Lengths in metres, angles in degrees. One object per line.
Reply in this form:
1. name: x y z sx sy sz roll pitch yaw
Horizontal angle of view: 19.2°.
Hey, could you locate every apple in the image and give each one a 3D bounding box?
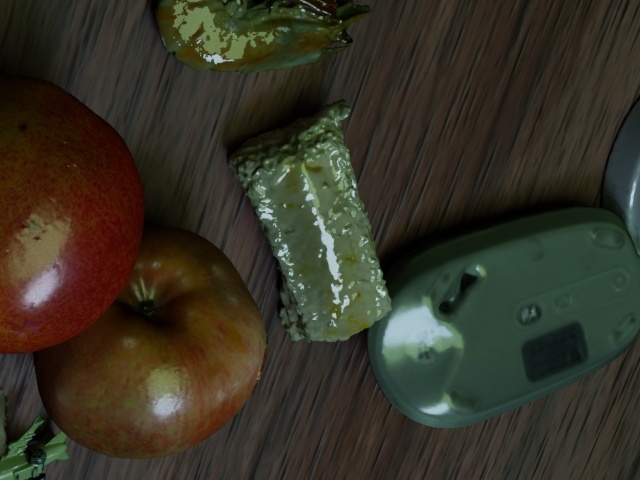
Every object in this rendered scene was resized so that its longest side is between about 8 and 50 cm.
1. apple: -0.149 0.089 1.657 0.209 0.209 0.164 -23 147 -22

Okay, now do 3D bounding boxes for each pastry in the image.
1. pastry: -0.006 0.000 1.778 0.122 0.089 0.258 -12 121 3

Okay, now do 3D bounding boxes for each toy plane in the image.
1. toy plane: -0.277 0.206 1.736 0.111 0.040 0.102 -26 142 -32

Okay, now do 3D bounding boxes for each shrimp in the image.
1. shrimp: -0.045 -0.204 1.659 0.217 0.051 0.115 -3 116 -30

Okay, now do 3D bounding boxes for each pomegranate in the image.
1. pomegranate: -0.264 -0.033 1.503 0.257 0.221 0.221 34 94 -14

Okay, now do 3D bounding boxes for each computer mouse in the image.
1. computer mouse: 0.191 0.075 1.949 0.331 0.095 0.197 -15 105 -27

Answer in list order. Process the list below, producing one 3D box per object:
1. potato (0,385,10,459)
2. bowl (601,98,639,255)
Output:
1. potato: -0.349 0.139 1.645 0.172 0.089 0.100 46 63 -11
2. bowl: 0.456 -0.061 2.024 0.287 0.144 0.287 -16 123 -26
